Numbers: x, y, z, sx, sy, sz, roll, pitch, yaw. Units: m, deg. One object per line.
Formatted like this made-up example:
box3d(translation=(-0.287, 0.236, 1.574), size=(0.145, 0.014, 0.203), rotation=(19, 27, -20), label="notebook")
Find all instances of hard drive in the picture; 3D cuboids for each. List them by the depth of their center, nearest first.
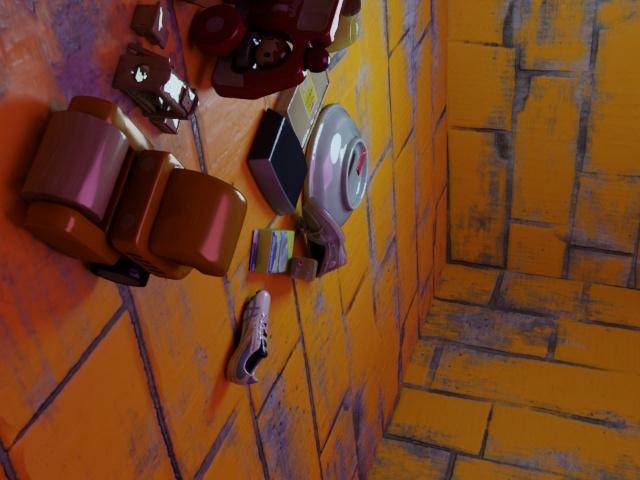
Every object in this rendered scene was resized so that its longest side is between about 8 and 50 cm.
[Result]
box3d(translation=(-0.096, -0.184, 1.839), size=(0.255, 0.054, 0.172), rotation=(64, 39, -58), label="hard drive")

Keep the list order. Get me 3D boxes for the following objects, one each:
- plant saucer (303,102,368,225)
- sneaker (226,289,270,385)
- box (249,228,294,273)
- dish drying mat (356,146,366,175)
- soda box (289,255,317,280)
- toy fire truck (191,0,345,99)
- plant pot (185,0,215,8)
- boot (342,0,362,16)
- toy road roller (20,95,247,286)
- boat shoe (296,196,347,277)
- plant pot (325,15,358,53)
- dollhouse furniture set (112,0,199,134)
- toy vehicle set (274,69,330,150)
box3d(translation=(0.065, -0.200, 2.225), size=(0.400, 0.100, 0.401), rotation=(8, 90, -71), label="plant saucer")
box3d(translation=(-0.153, 0.232, 1.793), size=(0.085, 0.086, 0.237), rotation=(59, 41, -58), label="sneaker")
box3d(translation=(-0.118, 0.026, 1.876), size=(0.178, 0.042, 0.109), rotation=(-2, 99, -71), label="box")
box3d(translation=(0.120, -0.232, 2.202), size=(0.032, 0.008, 0.083), rotation=(65, 37, -59), label="dish drying mat")
box3d(translation=(-0.043, 0.076, 2.004), size=(0.181, 0.061, 0.058), rotation=(49, 50, -87), label="soda box")
box3d(translation=(-0.089, -0.413, 1.466), size=(0.169, 0.253, 0.302), rotation=(56, 45, -62), label="toy fire truck")
box3d(translation=(-0.221, -0.465, 1.346), size=(0.081, 0.081, 0.083), rotation=(-8, 118, -70), label="plant pot")
box3d(translation=(0.051, -0.741, 1.984), size=(0.203, 0.095, 0.262), rotation=(-74, 143, -57), label="boot")
box3d(translation=(-0.259, -0.054, 1.142), size=(0.329, 0.240, 0.203), rotation=(55, 46, -63), label="toy road roller")
box3d(translation=(-0.001, -0.001, 2.093), size=(0.103, 0.118, 0.320), rotation=(-37, 152, -13), label="boat shoe")
box3d(translation=(0.047, -0.569, 2.033), size=(0.134, 0.095, 0.134), rotation=(8, 90, -71), label="plant pot")
box3d(translation=(-0.247, -0.290, 1.295), size=(0.182, 0.101, 0.161), rotation=(45, 55, -66), label="dollhouse furniture set")
box3d(translation=(-0.042, -0.376, 1.946), size=(0.166, 0.035, 0.267), rotation=(70, 33, -53), label="toy vehicle set")
